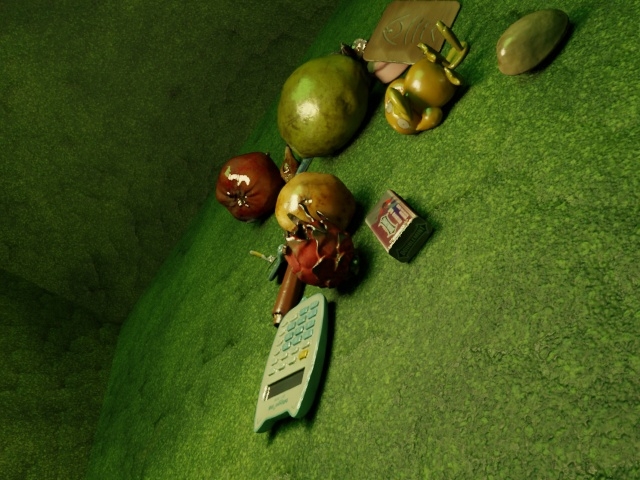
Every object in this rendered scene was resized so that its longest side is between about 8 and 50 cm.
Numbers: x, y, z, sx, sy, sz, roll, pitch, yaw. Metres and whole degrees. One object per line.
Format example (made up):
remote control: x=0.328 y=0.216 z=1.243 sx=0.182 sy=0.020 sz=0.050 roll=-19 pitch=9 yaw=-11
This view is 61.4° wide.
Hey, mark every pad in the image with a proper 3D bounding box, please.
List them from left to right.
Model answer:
pad: x=0.313 y=-0.729 z=1.878 sx=0.284 sy=0.018 sz=0.286 roll=16 pitch=70 yaw=31

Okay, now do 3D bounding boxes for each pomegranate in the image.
pomegranate: x=-0.016 y=-0.102 z=1.654 sx=0.248 sy=0.248 sz=0.248 roll=-45 pitch=25 yaw=28

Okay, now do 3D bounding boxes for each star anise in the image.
star anise: x=0.111 y=-0.734 z=2.136 sx=0.229 sy=0.093 sz=0.236 roll=-21 pitch=8 yaw=-19

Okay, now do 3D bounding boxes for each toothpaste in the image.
toothpaste: x=-0.074 y=-0.315 z=2.318 sx=0.057 sy=0.035 sz=0.197 roll=7 pitch=64 yaw=48

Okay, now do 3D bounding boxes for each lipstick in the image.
lipstick: x=-0.077 y=0.089 z=1.733 sx=0.077 sy=0.077 sz=0.418 roll=-31 pitch=36 yaw=48

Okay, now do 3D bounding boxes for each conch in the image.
conch: x=-0.129 y=-0.336 z=2.390 sx=0.080 sy=0.086 sz=0.232 roll=-4 pitch=49 yaw=21

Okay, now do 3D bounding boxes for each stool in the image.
stool: x=0.375 y=-0.587 z=1.640 sx=0.134 sy=0.110 sz=0.135 roll=-9 pitch=53 yaw=60

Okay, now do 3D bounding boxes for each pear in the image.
pear: x=0.005 y=-0.507 z=2.036 sx=0.413 sy=0.352 sz=0.352 roll=-56 pitch=22 yaw=12

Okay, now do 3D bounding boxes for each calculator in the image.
calculator: x=-0.070 y=0.312 z=1.441 sx=0.256 sy=0.054 sz=0.386 roll=-37 pitch=33 yaw=42

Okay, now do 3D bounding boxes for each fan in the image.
fan: x=-0.178 y=0.082 z=1.984 sx=0.310 sy=0.010 sz=0.182 roll=-51 pitch=1 yaw=35

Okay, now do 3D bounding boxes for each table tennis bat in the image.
table tennis bat: x=-0.132 y=0.063 z=1.840 sx=0.149 sy=0.038 sz=0.237 roll=-58 pitch=-3 yaw=-20

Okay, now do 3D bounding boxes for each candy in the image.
candy: x=0.276 y=-0.701 z=2.013 sx=0.255 sy=0.094 sz=0.255 roll=-45 pitch=25 yaw=28

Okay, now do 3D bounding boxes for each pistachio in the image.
pistachio: x=0.489 y=-0.465 z=1.254 sx=0.185 sy=0.108 sz=0.126 roll=-45 pitch=48 yaw=12

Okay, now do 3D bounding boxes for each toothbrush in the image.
toothbrush: x=-0.238 y=0.060 z=2.182 sx=0.024 sy=0.021 sz=0.288 roll=-51 pitch=21 yaw=-12

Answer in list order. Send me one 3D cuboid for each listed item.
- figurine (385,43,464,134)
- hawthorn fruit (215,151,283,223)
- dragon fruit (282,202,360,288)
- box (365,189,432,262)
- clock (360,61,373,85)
figurine: x=0.287 y=-0.415 z=1.546 sx=0.228 sy=0.215 sz=0.215 roll=-38 pitch=26 yaw=8
hawthorn fruit: x=-0.313 y=-0.246 z=2.394 sx=0.308 sy=0.308 sz=0.325 roll=-51 pitch=13 yaw=15
dragon fruit: x=-0.008 y=0.024 z=1.471 sx=0.192 sy=0.274 sz=0.193 roll=-29 pitch=-32 yaw=-46
box: x=0.191 y=-0.042 z=1.360 sx=0.120 sy=0.069 sz=0.224 roll=-54 pitch=22 yaw=11
clock: x=0.143 y=-0.677 z=2.273 sx=0.227 sy=0.090 sz=0.248 roll=-29 pitch=35 yaw=49
